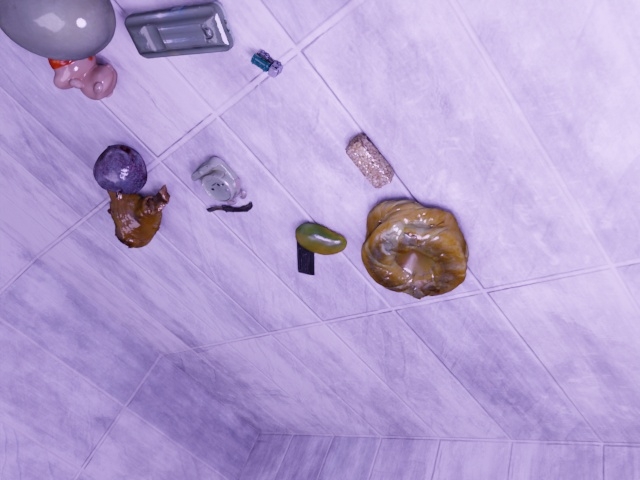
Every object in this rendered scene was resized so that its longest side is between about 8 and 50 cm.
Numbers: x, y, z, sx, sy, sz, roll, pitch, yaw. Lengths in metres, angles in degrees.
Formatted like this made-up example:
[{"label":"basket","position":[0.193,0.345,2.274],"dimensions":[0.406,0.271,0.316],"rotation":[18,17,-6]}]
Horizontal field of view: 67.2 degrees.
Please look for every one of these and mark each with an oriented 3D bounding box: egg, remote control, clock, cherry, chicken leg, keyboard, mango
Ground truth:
[{"label":"egg","position":[-0.741,-0.636,1.337],"dimensions":[0.352,0.258,0.258],"rotation":[11,138,18]},{"label":"remote control","position":[-0.401,-0.580,1.348],"dimensions":[0.335,0.065,0.128],"rotation":[6,139,26]},{"label":"clock","position":[-0.360,-0.204,1.738],"dimensions":[0.151,0.062,0.191],"rotation":[-22,120,44]},{"label":"cherry","position":[-0.748,-0.267,1.813],"dimensions":[0.195,0.195,0.195],"rotation":[16,140,14]},{"label":"chicken leg","position":[-0.757,-0.142,1.980],"dimensions":[0.409,0.182,0.295],"rotation":[-29,99,42]},{"label":"keyboard","position":[-0.059,0.072,1.899],"dimensions":[0.074,0.015,0.196],"rotation":[17,140,13]},{"label":"mango","position":[-0.003,0.001,1.733],"dimensions":[0.191,0.085,0.122],"rotation":[26,138,5]}]

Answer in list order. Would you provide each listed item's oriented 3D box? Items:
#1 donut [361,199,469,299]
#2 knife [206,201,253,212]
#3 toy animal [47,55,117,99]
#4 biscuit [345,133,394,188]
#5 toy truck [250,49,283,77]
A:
[{"label":"donut","position":[0.292,0.028,1.528],"dimensions":[0.360,0.170,0.360],"rotation":[12,138,11]},{"label":"knife","position":[-0.346,-0.122,1.850],"dimensions":[0.222,0.021,0.045],"rotation":[-4,132,28]},{"label":"toy animal","position":[-0.757,-0.541,1.531],"dimensions":[0.198,0.171,0.171],"rotation":[38,140,-15]},{"label":"biscuit","position":[0.147,-0.231,1.404],"dimensions":[0.082,0.070,0.168],"rotation":[-28,114,38]},{"label":"toy truck","position":[-0.148,-0.483,1.323],"dimensions":[0.083,0.044,0.039],"rotation":[33,144,-6]}]
